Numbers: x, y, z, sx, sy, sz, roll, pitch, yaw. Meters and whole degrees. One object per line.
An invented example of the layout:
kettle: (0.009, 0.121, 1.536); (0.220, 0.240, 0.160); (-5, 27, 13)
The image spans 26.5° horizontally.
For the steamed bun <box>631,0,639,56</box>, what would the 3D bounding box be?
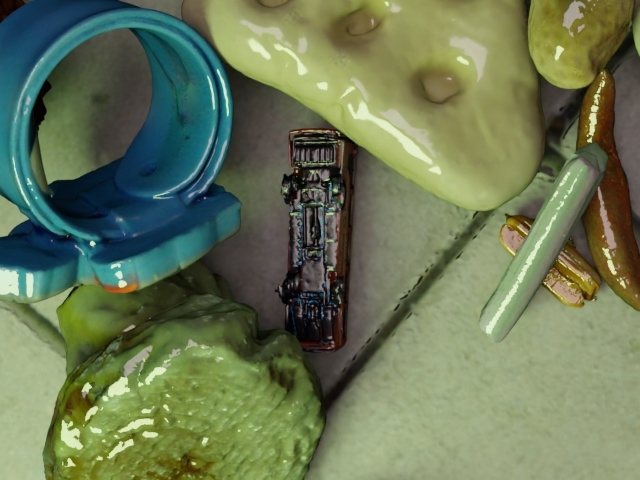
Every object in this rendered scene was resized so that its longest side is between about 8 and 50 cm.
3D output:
steamed bun: (0.455, -0.300, 1.286); (0.352, 0.247, 0.339); (-15, 87, 14)

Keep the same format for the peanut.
peanut: (0.243, -0.263, 1.320); (0.120, 0.110, 0.237); (2, 86, 0)

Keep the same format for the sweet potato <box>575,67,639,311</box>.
sweet potato: (0.294, -0.049, 1.401); (0.058, 0.078, 0.255); (-13, 98, -17)

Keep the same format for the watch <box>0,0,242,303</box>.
watch: (-0.246, -0.093, 1.328); (0.241, 0.305, 0.275); (25, 130, 47)

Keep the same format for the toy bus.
toy bus: (0.000, 0.000, 1.441); (0.073, 0.096, 0.235); (4, 92, 12)

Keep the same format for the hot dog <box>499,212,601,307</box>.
hot dog: (0.243, 0.017, 1.432); (0.133, 0.041, 0.056); (43, 114, 5)

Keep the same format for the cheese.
cheese: (0.063, -0.167, 1.372); (0.350, 0.129, 0.328); (-18, 86, -12)

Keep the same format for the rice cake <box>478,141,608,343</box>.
rice cake: (0.222, 0.006, 1.369); (0.042, 0.080, 0.222); (30, 114, 7)

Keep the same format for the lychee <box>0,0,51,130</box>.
lychee: (-0.433, -0.162, 1.432); (0.304, 0.276, 0.276); (-34, 85, 0)

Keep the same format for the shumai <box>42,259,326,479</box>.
shumai: (-0.152, 0.137, 1.441); (0.309, 0.304, 0.263); (-32, 45, 14)
